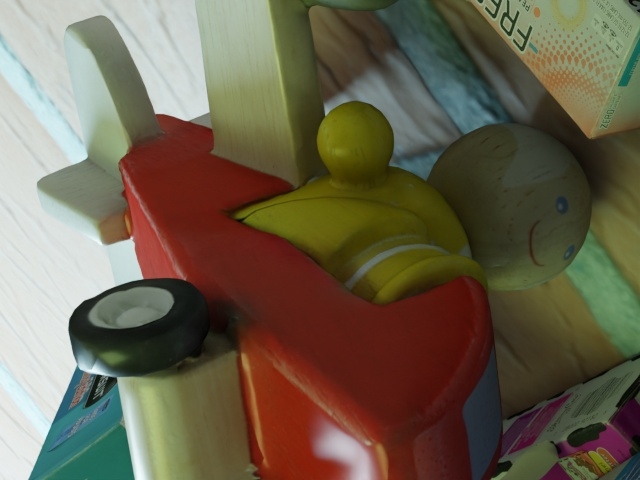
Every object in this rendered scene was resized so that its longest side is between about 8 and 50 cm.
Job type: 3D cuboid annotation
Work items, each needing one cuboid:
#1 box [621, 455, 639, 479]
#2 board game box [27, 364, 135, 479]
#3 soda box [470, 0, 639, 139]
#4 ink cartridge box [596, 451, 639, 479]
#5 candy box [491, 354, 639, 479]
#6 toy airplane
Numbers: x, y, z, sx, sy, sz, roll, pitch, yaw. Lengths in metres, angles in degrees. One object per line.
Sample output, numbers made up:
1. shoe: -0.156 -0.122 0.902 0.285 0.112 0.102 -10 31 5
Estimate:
1. box: 0.213 0.121 0.633 0.212 0.395 0.293 38 150 11
2. board game box: -0.058 0.173 1.154 0.253 0.079 0.336 52 -171 -11
3. soda box: 0.091 -0.125 0.740 0.183 0.058 0.063 54 143 33
4. ink cartridge box: 0.153 0.239 0.931 0.168 0.171 0.232 42 150 2
5. candy box: 0.176 0.165 1.052 0.159 0.071 0.233 46 149 -4
6. toy airplane: 0.000 0.000 0.928 0.386 0.273 0.384 97 157 -69
